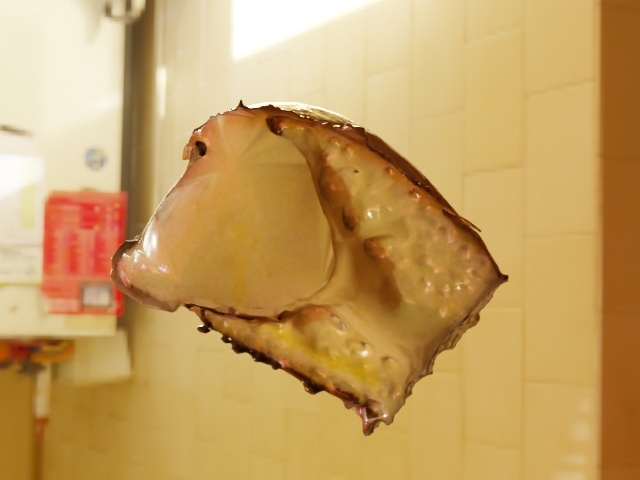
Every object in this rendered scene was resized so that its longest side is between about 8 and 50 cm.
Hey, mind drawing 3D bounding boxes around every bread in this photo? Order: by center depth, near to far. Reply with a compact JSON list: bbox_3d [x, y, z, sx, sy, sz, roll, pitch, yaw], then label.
[{"bbox_3d":[0.000,0.000,0.958,0.262,0.204,0.162,34,-160,-12],"label":"bread"}]
